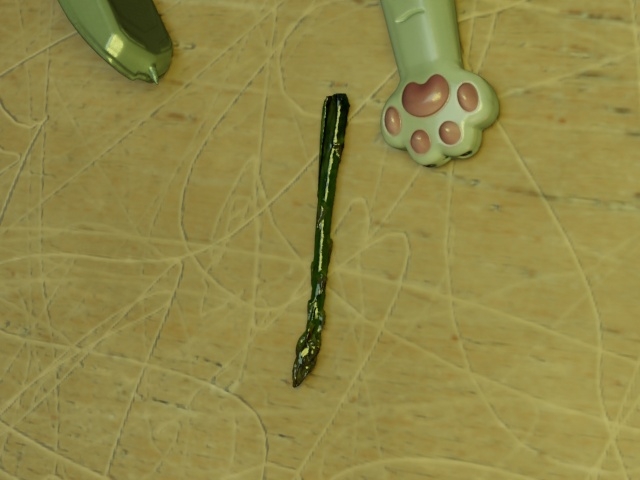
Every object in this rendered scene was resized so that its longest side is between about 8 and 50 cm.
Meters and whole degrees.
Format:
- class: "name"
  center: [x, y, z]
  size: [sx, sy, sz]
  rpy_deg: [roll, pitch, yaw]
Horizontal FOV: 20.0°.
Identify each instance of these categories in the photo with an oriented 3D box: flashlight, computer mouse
- class: "flashlight"
  center: [0.078, -0.156, 1.379]
  size: [0.093, 0.047, 0.200]
  rpy_deg: [-15, 77, 27]
- class: "computer mouse"
  center: [-0.179, -0.196, 1.512]
  size: [0.056, 0.089, 0.181]
  rpy_deg: [-38, 69, 32]

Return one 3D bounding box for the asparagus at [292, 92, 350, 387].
- class: "asparagus"
  center: [0.000, 0.000, 1.419]
  size: [0.023, 0.022, 0.232]
  rpy_deg: [7, 84, 2]
